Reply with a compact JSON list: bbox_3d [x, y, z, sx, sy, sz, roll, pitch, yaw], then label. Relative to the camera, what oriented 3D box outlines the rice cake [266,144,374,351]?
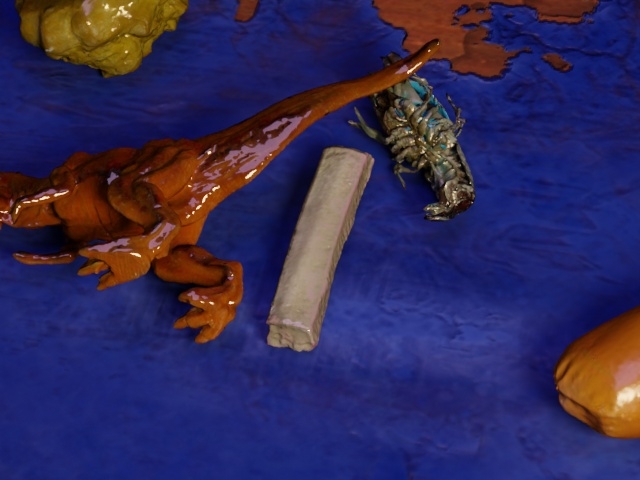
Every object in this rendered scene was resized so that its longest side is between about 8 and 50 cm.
[{"bbox_3d":[0.000,0.000,1.493,0.047,0.036,0.207,13,48,4],"label":"rice cake"}]

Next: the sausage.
[{"bbox_3d":[0.276,0.075,1.367,0.238,0.098,0.098,-19,49,-16],"label":"sausage"}]

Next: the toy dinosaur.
[{"bbox_3d":[-0.101,-0.028,1.479,0.432,0.097,0.208,-11,43,0],"label":"toy dinosaur"}]

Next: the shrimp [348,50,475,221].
[{"bbox_3d":[0.078,-0.075,1.552,0.082,0.076,0.174,-41,50,21],"label":"shrimp"}]

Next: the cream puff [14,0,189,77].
[{"bbox_3d":[-0.180,-0.198,1.648,0.146,0.116,0.146,-19,47,21],"label":"cream puff"}]
